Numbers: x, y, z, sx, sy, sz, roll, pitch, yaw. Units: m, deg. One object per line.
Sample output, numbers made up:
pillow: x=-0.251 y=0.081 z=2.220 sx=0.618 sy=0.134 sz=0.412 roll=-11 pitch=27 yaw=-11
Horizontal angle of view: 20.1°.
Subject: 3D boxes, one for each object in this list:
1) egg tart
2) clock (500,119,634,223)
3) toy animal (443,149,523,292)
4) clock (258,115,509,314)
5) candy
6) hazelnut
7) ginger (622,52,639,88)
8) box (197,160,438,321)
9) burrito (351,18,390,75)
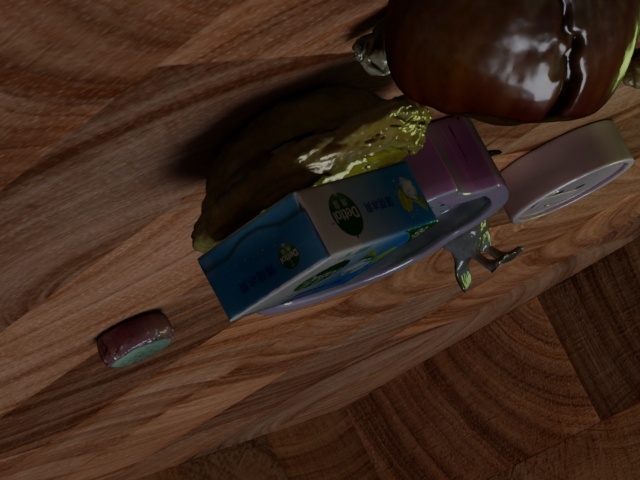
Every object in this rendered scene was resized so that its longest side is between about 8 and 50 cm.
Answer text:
egg tart: x=-0.016 y=-0.079 z=1.753 sx=0.279 sy=0.095 sz=0.279 roll=-29 pitch=174 yaw=-3
clock: x=0.348 y=-0.098 z=2.588 sx=0.197 sy=0.068 sz=0.197 roll=-25 pitch=170 yaw=-5
toy animal: x=0.205 y=-0.036 z=2.390 sx=0.197 sy=0.160 sz=0.272 roll=-38 pitch=172 yaw=40
clock: x=0.054 y=-0.030 z=2.123 sx=0.338 sy=0.102 sz=0.338 roll=-25 pitch=169 yaw=-5
candy: x=-0.241 y=0.130 z=2.350 sx=0.103 sy=0.043 sz=0.103 roll=-24 pitch=167 yaw=-6
hazelnut: x=0.159 y=-0.180 z=1.433 sx=0.212 sy=0.181 sz=0.181 roll=-11 pitch=-176 yaw=-23
ginger: x=0.478 y=-0.228 z=2.246 sx=0.213 sy=0.074 sz=0.137 roll=-30 pitch=152 yaw=2
box: x=0.000 y=-0.001 z=1.696 sx=0.139 sy=0.073 sz=0.194 roll=-33 pitch=170 yaw=35
burrito: x=0.110 y=-0.203 z=1.565 sx=0.188 sy=0.045 sz=0.058 roll=-30 pitch=-166 yaw=11
